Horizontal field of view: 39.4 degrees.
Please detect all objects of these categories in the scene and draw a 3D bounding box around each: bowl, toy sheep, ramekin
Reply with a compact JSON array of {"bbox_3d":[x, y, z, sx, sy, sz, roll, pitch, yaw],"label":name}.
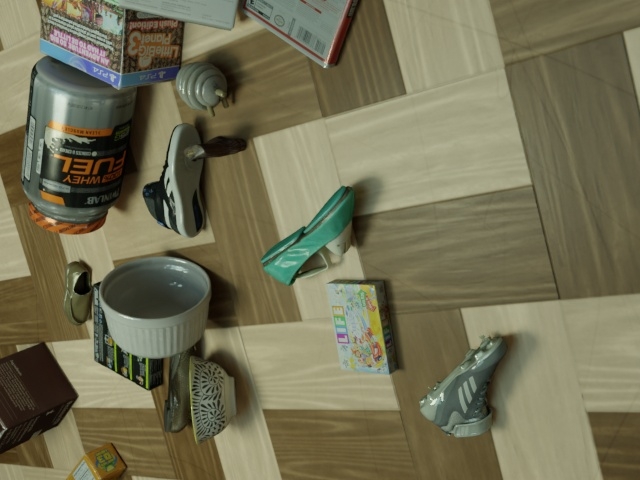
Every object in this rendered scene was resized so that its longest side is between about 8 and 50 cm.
[{"bbox_3d":[-0.202,0.300,1.709,0.170,0.080,0.170,175,90,-85],"label":"bowl"},{"bbox_3d":[-0.201,-0.263,1.533,0.132,0.091,0.091,21,117,40],"label":"toy sheep"},{"bbox_3d":[-0.308,0.129,1.682,0.207,0.207,0.109,26,129,32],"label":"ramekin"}]

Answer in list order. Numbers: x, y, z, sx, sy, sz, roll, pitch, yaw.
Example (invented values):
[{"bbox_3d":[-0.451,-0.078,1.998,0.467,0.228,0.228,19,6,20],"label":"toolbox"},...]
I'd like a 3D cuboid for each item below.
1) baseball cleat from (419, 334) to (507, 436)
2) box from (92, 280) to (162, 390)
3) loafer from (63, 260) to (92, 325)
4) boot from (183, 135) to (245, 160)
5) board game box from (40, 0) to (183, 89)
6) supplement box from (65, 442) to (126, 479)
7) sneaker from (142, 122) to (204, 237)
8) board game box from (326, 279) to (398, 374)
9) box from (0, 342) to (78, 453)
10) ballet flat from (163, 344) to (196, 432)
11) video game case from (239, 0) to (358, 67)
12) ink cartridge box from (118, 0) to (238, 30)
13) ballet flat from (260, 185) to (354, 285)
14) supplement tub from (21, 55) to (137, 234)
[{"bbox_3d":[0.237,0.225,1.348,0.109,0.072,0.206,42,133,4],"label":"baseball cleat"},{"bbox_3d":[-0.410,0.199,1.895,0.184,0.045,0.191,18,115,33],"label":"box"},{"bbox_3d":[-0.532,0.121,1.963,0.050,0.056,0.148,15,114,43],"label":"loafer"},{"bbox_3d":[-0.203,-0.156,1.549,0.106,0.114,0.037,-6,100,41],"label":"boot"},{"bbox_3d":[-0.364,-0.445,1.570,0.232,0.141,0.291,27,121,31],"label":"board game box"},{"bbox_3d":[-0.547,0.572,2.116,0.080,0.078,0.233,56,131,15],"label":"supplement box"},{"bbox_3d":[-0.283,-0.117,1.654,0.121,0.079,0.217,16,116,34],"label":"sneaker"},{"bbox_3d":[0.068,0.142,1.479,0.103,0.026,0.154,-1,104,41],"label":"board game box"},{"bbox_3d":[-0.723,0.378,2.114,0.167,0.203,0.168,52,131,14],"label":"box"},{"bbox_3d":[-0.276,0.280,1.806,0.084,0.058,0.250,-127,44,-63],"label":"ballet flat"},{"bbox_3d":[-0.012,-0.435,1.353,0.204,0.025,0.285,39,126,25],"label":"video game case"},{"bbox_3d":[-0.210,-0.468,1.420,0.066,0.189,0.232,-145,65,-73],"label":"ink cartridge box"},{"bbox_3d":[0.000,0.000,1.467,0.087,0.083,0.247,42,132,-9],"label":"ballet flat"},{"bbox_3d":[-0.467,-0.182,1.713,0.193,0.193,0.316,34,125,27],"label":"supplement tub"}]
